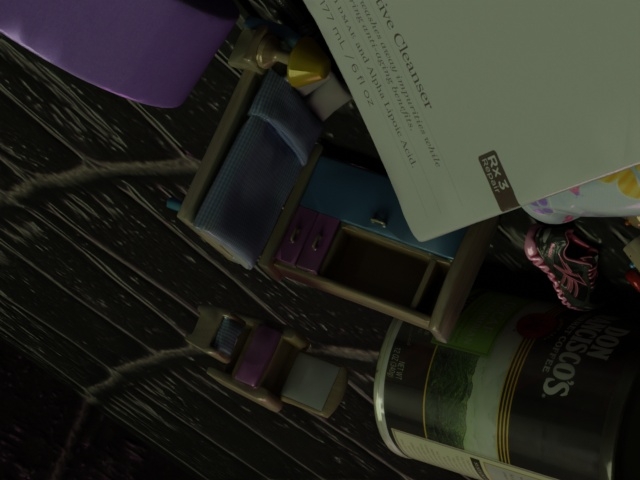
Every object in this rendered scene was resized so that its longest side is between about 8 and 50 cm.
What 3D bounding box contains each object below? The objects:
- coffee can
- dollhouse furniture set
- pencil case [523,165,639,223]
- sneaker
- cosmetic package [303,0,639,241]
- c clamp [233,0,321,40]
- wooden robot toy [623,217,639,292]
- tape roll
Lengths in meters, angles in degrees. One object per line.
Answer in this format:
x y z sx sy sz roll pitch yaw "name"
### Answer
0.221 0.160 1.482 0.275 0.201 0.201 12 151 37 "coffee can"
0.000 0.000 1.302 0.198 0.286 0.303 19 167 24 "dollhouse furniture set"
0.261 -0.074 1.067 0.273 0.124 0.113 -4 101 52 "pencil case"
0.246 0.026 1.388 0.057 0.047 0.119 -12 135 43 "sneaker"
0.162 -0.151 0.870 0.217 0.156 0.385 64 154 0 "cosmetic package"
-0.053 -0.215 1.263 0.137 0.022 0.161 9 150 41 "c clamp"
0.275 -0.008 1.230 0.079 0.076 0.173 55 -173 14 "wooden robot toy"
-0.201 -0.219 1.159 0.275 0.090 0.275 32 -165 -10 "tape roll"
